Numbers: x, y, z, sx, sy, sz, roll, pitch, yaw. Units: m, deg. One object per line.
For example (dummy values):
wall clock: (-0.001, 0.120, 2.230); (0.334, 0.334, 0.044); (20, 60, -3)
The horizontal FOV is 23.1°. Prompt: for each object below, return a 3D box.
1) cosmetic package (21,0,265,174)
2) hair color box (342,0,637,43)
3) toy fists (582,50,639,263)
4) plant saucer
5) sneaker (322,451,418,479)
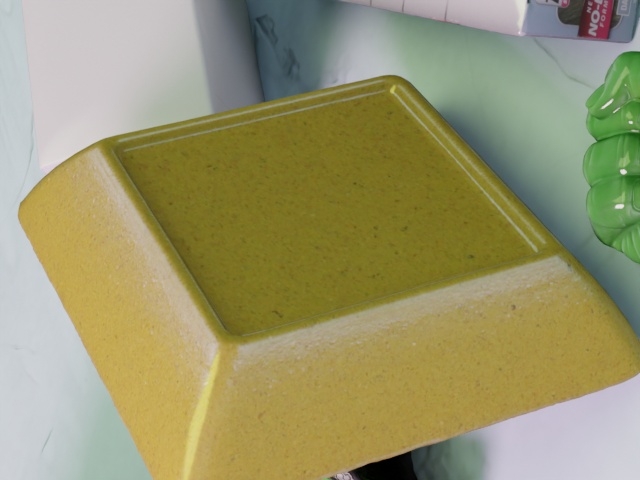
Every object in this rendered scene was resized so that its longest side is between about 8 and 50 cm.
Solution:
cosmetic package: (-0.154, -0.196, 1.343); (0.155, 0.197, 0.366); (-17, 66, 10)
hair color box: (0.077, -0.267, 1.183); (0.374, 0.113, 0.185); (22, 109, 51)
toy fists: (0.247, -0.116, 0.973); (0.142, 0.096, 0.279); (24, 96, 52)
plant saucer: (0.000, 0.000, 1.040); (0.333, 0.332, 0.081); (-127, 31, -45)
sneaker: (-0.003, 0.114, 1.174); (0.146, 0.134, 0.344); (-43, 56, 22)
